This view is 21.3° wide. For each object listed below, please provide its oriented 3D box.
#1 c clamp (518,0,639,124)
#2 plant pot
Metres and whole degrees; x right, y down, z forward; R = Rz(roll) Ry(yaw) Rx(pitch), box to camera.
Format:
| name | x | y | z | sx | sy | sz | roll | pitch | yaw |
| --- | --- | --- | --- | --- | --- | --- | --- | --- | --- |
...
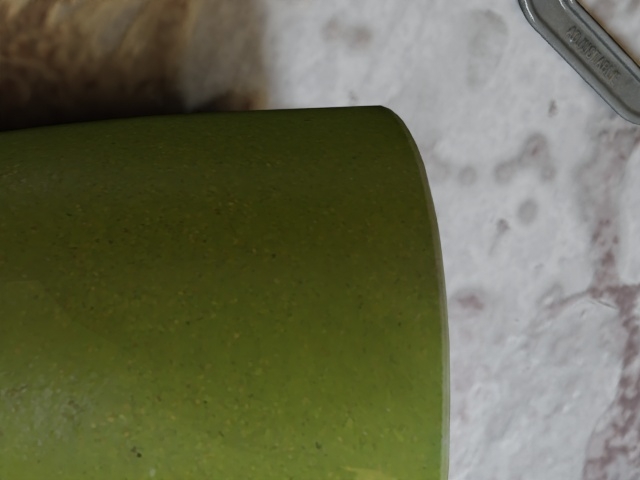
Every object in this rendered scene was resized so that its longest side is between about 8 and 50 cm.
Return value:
| name | x | y | z | sx | sy | sz | roll | pitch | yaw |
| --- | --- | --- | --- | --- | --- | --- | --- | --- | --- |
| c clamp | 0.163 | -0.138 | 0.835 | 0.137 | 0.022 | 0.160 | -47 | 121 | -6 |
| plant pot | -0.132 | 0.073 | 0.637 | 0.293 | 0.275 | 0.274 | 4 | 106 | -12 |
